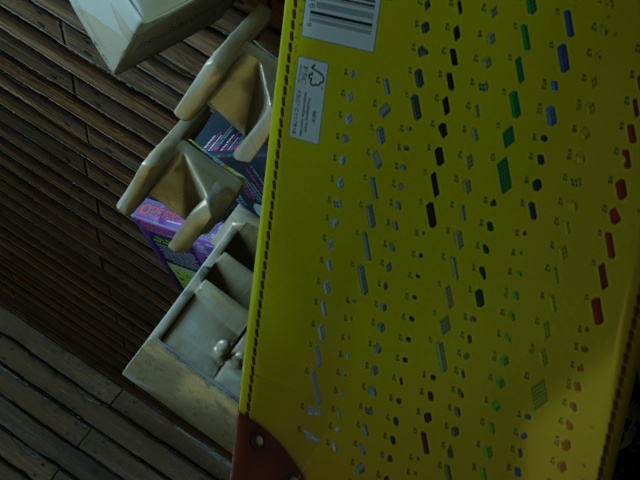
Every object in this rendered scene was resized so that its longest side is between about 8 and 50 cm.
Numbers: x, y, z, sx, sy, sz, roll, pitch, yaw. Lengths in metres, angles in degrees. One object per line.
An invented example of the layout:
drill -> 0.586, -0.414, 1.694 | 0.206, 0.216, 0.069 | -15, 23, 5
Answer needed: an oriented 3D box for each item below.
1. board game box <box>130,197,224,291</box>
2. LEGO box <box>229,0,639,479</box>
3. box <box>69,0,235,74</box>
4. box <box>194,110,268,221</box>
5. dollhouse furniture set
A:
board game box -> -0.130, 0.052, 1.919 | 0.347, 0.056, 0.208 | 18, 153, 35
LEGO box -> 0.166, -0.105, 0.597 | 0.193, 0.372, 0.500 | 20, 112, 33
box -> -0.159, -0.266, 1.170 | 0.121, 0.148, 0.311 | 61, 169, -7
box -> -0.010, -0.087, 1.400 | 0.270, 0.143, 0.165 | 5, 139, 48
dollhouse furniture set -> 0.000, 0.000, 1.205 | 0.362, 0.256, 0.394 | 37, 129, -5
